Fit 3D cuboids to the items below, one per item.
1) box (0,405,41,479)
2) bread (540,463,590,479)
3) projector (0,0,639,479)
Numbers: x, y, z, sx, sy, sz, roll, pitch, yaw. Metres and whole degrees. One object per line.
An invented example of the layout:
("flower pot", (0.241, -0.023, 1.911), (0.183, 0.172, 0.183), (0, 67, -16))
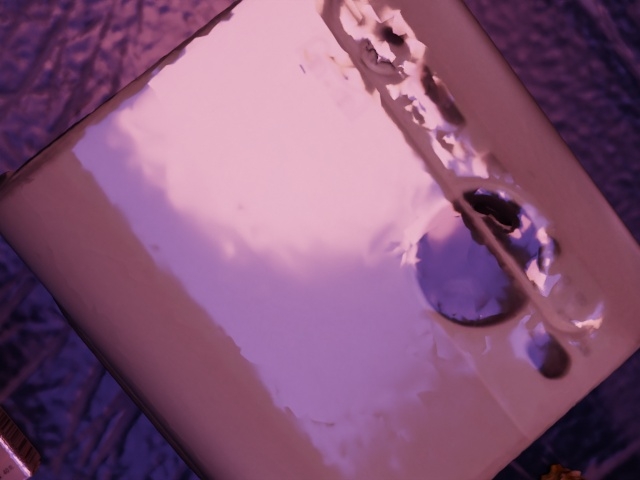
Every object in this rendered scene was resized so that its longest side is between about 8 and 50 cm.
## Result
("box", (-0.262, 0.073, 0.689), (0.055, 0.039, 0.218), (-39, 97, -2))
("bread", (0.192, 0.255, 0.662), (0.110, 0.234, 0.184), (-35, 97, -6))
("projector", (0.000, 0.000, 0.614), (0.248, 0.248, 0.249), (-39, 97, -3))
